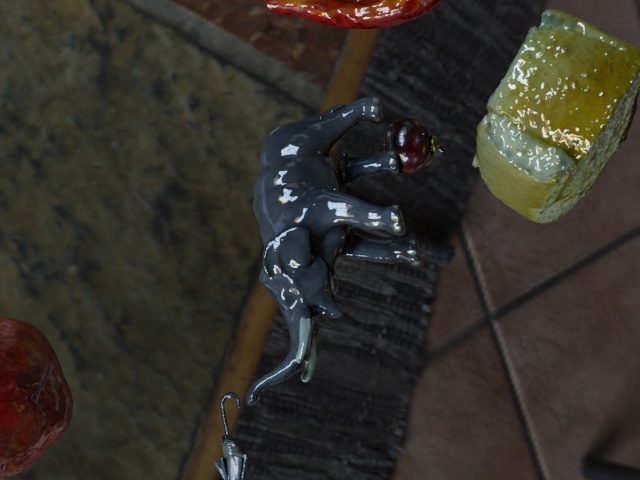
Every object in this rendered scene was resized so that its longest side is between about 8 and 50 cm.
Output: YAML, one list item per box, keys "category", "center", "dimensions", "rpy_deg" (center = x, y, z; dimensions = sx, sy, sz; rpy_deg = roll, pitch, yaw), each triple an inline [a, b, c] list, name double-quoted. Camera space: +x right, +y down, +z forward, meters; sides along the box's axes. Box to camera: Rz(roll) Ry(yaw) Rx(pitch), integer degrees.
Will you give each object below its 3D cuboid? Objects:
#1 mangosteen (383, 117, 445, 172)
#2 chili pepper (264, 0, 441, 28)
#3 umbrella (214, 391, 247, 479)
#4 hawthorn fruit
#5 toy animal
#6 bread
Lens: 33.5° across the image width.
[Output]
- category: "mangosteen"
  center: [0.128, -0.137, 1.519]
  dimensions: [0.081, 0.081, 0.080]
  rpy_deg: [-1, 92, -31]
- category: "chili pepper"
  center: [0.057, -0.228, 0.701]
  dimensions: [0.131, 0.338, 0.134]
  rpy_deg: [5, 114, 9]
- category: "umbrella"
  center: [-0.095, 0.306, 1.219]
  dimensions: [0.044, 0.044, 0.268]
  rpy_deg: [31, 45, -57]
- category: "hawthorn fruit"
  center: [-0.422, 0.203, 1.307]
  dimensions: [0.208, 0.243, 0.207]
  rpy_deg: [0, 96, 0]
- category: "toy animal"
  center: [0.009, 0.001, 0.866]
  dimensions: [0.082, 0.137, 0.269]
  rpy_deg: [59, 27, -58]
- category: "bread"
  center: [0.241, -0.116, 1.105]
  dimensions: [0.124, 0.257, 0.186]
  rpy_deg: [36, 74, 18]
